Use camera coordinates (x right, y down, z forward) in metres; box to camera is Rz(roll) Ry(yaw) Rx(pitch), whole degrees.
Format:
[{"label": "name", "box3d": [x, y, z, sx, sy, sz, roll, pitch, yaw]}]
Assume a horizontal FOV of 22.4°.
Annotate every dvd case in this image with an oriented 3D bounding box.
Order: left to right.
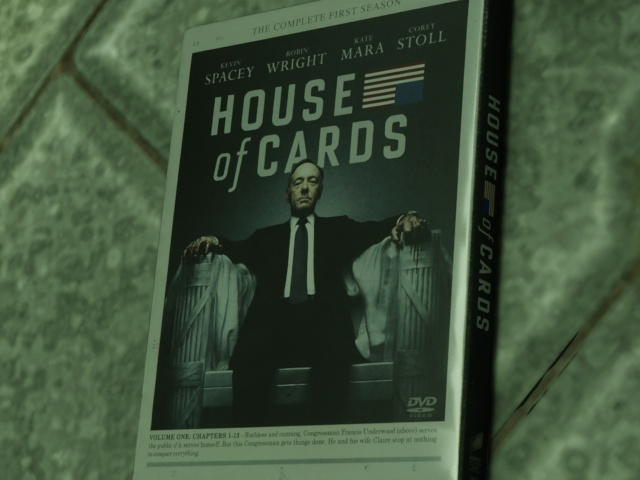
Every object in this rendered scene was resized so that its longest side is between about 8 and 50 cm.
[{"label": "dvd case", "box3d": [0.000, 0.000, 0.749, 0.179, 0.029, 0.239, -6, 71, 34]}]
